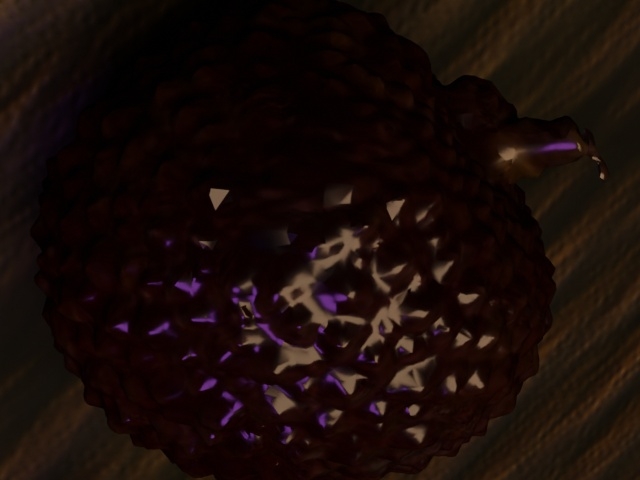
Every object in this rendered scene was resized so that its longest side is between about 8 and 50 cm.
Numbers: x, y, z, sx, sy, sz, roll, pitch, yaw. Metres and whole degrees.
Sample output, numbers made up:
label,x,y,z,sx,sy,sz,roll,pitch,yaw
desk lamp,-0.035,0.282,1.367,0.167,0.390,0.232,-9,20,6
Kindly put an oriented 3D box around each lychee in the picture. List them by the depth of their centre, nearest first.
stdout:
label,x,y,z,sx,sy,sz,roll,pitch,yaw
lychee,0.000,0.000,0.803,0.300,0.264,0.264,-23,124,7
